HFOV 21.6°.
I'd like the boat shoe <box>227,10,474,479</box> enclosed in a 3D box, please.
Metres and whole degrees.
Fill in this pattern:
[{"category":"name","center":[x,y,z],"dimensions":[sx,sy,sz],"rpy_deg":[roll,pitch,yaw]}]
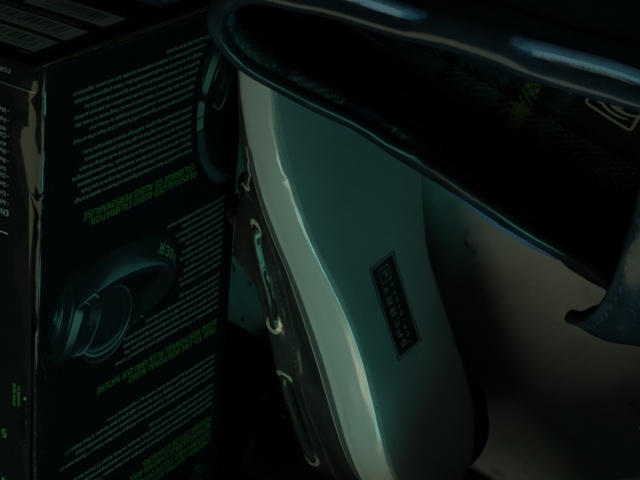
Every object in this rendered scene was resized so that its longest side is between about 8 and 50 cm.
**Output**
[{"category":"boat shoe","center":[0.000,0.000,0.664],"dimensions":[0.076,0.080,0.228],"rpy_deg":[3,119,44]}]

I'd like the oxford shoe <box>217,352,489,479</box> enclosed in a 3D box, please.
[{"category":"oxford shoe","center":[-0.001,0.102,0.796],"dimensions":[0.227,0.083,0.096],"rpy_deg":[-15,142,42]}]

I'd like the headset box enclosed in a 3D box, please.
[{"category":"headset box","center":[-0.170,0.013,0.722],"dimensions":[0.246,0.131,0.283],"rpy_deg":[19,118,28]}]

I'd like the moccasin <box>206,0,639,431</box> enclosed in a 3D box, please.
[{"category":"moccasin","center":[0.112,-0.005,0.551],"dimensions":[0.342,0.117,0.138],"rpy_deg":[30,140,13]}]

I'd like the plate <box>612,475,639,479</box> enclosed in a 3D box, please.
[{"category":"plate","center":[0.173,0.146,0.633],"dimensions":[0.278,0.045,0.277],"rpy_deg":[28,151,-26]}]
